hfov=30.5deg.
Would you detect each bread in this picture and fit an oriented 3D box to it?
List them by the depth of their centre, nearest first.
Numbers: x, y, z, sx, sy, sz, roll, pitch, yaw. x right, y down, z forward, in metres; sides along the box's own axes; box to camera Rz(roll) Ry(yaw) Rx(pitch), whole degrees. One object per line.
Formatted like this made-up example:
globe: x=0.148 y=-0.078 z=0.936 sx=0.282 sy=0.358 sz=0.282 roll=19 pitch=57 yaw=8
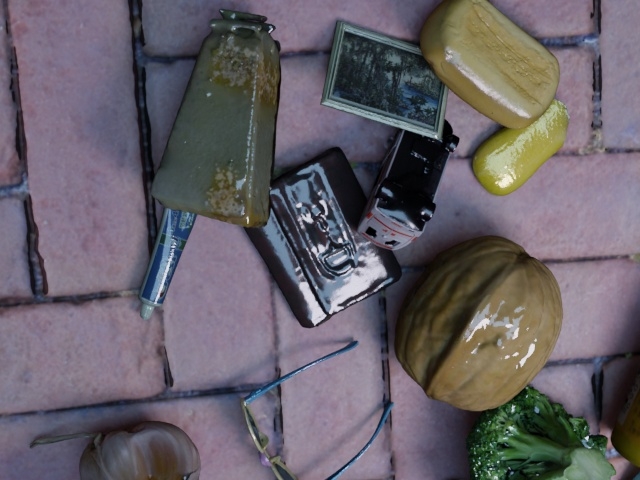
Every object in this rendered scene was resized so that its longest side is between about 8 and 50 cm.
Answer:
bread: x=0.237 y=-0.254 z=1.678 sx=0.217 sy=0.098 sz=0.147 roll=39 pitch=66 yaw=-17

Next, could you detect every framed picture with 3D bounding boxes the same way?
framed picture: x=0.099 y=-0.230 z=1.675 sx=0.183 sy=0.011 sz=0.142 roll=16 pitch=67 yaw=-11

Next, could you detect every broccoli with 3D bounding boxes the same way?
broccoli: x=0.331 y=0.348 z=1.734 sx=0.269 sy=0.241 sz=0.261 roll=30 pitch=62 yaw=-11

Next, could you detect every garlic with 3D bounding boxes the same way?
garlic: x=-0.303 y=0.351 z=1.661 sx=0.256 sy=0.207 sz=0.207 roll=13 pitch=98 yaw=-4

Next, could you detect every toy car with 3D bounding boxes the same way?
toy car: x=0.124 y=-0.090 z=1.695 sx=0.089 sy=0.108 sz=0.210 roll=26 pitch=60 yaw=-9

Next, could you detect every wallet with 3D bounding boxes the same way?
wallet: x=0.000 y=0.000 z=1.719 sx=0.182 sy=0.049 sz=0.229 roll=-29 pitch=105 yaw=-5

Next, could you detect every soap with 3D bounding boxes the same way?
soap: x=0.303 y=-0.138 z=1.749 sx=0.168 sy=0.033 sz=0.089 roll=-37 pitch=106 yaw=-1

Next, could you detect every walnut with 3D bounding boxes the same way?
walnut: x=0.227 y=0.123 z=1.695 sx=0.225 sy=0.225 sz=0.261 roll=29 pitch=99 yaw=-13

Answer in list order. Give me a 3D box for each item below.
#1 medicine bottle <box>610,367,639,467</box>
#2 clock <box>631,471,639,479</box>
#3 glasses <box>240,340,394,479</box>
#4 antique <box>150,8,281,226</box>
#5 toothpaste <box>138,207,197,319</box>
medicine bottle: x=0.609 y=0.181 z=1.760 sx=0.224 sy=0.224 sz=0.384 roll=21 pitch=95 yaw=-12
clock: x=0.555 y=0.417 z=1.871 sx=0.147 sy=0.045 sz=0.108 roll=24 pitch=117 yaw=-22
glasses: x=-0.008 y=0.266 z=1.772 sx=0.220 sy=0.088 sz=0.190 roll=-37 pitch=104 yaw=-22
antique: x=-0.123 y=-0.169 z=1.609 sx=0.150 sy=0.125 sz=0.284 roll=12 pitch=92 yaw=9
toothpaste: x=-0.224 y=0.021 z=1.693 sx=0.057 sy=0.035 sz=0.197 roll=17 pitch=96 yaw=-26
